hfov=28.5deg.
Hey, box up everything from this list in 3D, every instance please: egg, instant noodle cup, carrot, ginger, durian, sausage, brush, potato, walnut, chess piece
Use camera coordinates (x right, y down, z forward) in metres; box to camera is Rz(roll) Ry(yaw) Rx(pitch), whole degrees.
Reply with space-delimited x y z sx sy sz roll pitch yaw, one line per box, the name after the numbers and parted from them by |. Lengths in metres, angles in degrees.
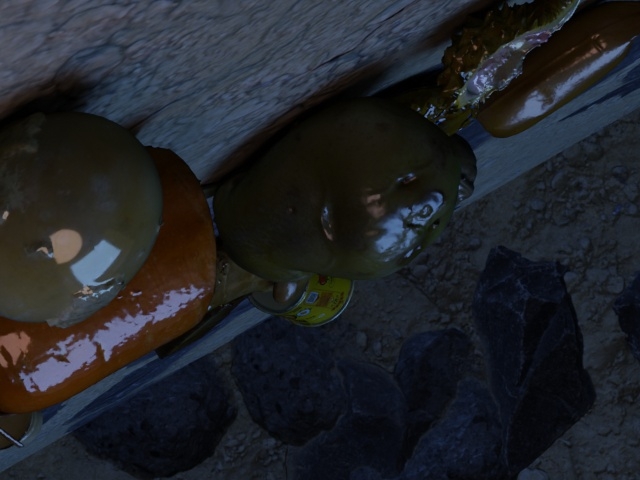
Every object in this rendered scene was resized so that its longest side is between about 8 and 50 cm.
-0.216 -0.018 1.012 0.201 0.164 0.164 -39 169 34 | egg
-0.050 0.064 2.246 0.182 0.182 0.144 -32 164 21 | instant noodle cup
-0.267 0.059 1.185 0.331 0.193 0.214 -28 161 -24 | carrot
-0.211 0.072 1.941 0.348 0.122 0.363 -31 168 -5 | ginger
0.214 -0.245 1.478 0.224 0.078 0.140 -41 159 6 | durian
0.363 -0.262 1.810 0.328 0.112 0.112 -34 172 29 | sausage
-0.166 -0.046 1.542 0.033 0.030 0.178 -45 165 31 | brush
0.011 -0.046 1.531 0.351 0.203 0.218 -13 161 31 | potato
0.188 -0.113 2.058 0.140 0.140 0.162 -31 158 15 | walnut
-0.563 0.327 2.289 0.117 0.117 0.397 -28 174 -12 | chess piece

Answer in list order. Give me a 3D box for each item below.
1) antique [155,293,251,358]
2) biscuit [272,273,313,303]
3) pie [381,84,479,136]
-0.219 0.118 2.256 0.093 0.087 0.310 -27 172 -34 | antique
0.000 -0.001 2.038 0.208 0.047 0.164 -32 139 -42 | biscuit
0.091 -0.141 1.715 0.273 0.069 0.273 -28 173 -4 | pie
